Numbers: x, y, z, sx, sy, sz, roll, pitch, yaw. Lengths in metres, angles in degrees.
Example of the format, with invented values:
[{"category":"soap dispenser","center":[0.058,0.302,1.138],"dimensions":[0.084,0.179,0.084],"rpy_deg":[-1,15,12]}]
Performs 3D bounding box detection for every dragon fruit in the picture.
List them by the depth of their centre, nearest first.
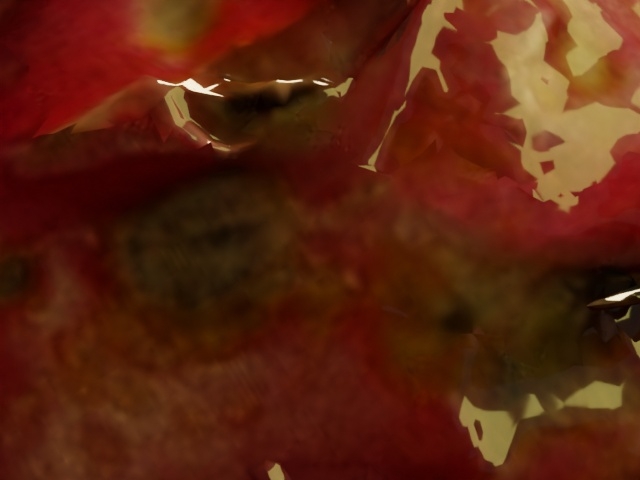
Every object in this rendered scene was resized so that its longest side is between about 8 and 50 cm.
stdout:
[{"category":"dragon fruit","center":[-0.053,-0.021,0.557],"dimensions":[0.249,0.371,0.386],"rpy_deg":[58,4,-14]}]
